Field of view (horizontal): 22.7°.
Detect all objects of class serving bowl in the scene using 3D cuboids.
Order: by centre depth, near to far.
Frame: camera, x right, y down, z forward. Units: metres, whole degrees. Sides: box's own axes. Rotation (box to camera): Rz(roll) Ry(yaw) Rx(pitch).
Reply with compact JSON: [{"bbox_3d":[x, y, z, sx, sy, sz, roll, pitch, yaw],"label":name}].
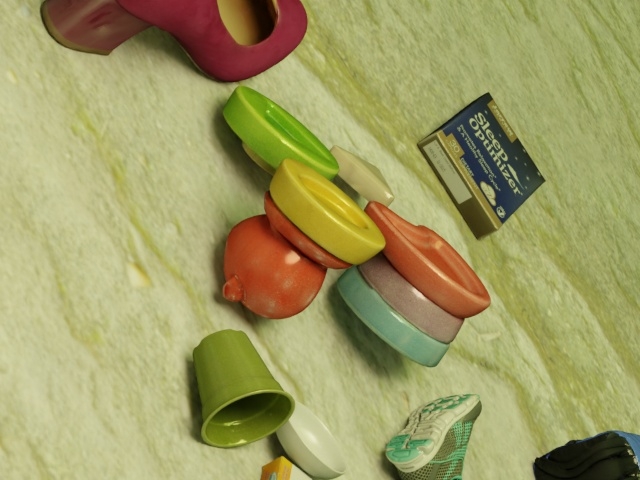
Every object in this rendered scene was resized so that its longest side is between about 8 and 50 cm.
[{"bbox_3d":[-0.013,0.181,1.416,0.083,0.027,0.083,45,13,-13],"label":"serving bowl"}]

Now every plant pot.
[{"bbox_3d":[-0.074,0.120,1.358,0.083,0.083,0.079,18,38,-47],"label":"plant pot"}]

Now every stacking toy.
[{"bbox_3d":[0.000,0.000,1.570,0.309,0.130,0.279,29,17,-43],"label":"stacking toy"}]

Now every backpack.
[{"bbox_3d":[0.306,0.255,1.718,0.101,0.120,0.098,7,58,-51],"label":"backpack"}]

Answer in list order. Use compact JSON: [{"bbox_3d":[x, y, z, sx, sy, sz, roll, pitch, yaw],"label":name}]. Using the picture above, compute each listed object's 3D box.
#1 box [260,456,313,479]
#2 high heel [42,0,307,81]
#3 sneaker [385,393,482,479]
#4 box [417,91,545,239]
[{"bbox_3d":[-0.001,0.257,1.383,0.136,0.028,0.081,39,36,-25],"label":"box"},{"bbox_3d":[-0.082,-0.243,1.535,0.377,0.181,0.127,-16,77,-57],"label":"high heel"},{"bbox_3d":[0.118,0.206,1.572,0.166,0.065,0.076,-35,110,-55],"label":"sneaker"},{"bbox_3d":[0.206,-0.100,1.953,0.136,0.036,0.225,57,31,-4],"label":"box"}]
